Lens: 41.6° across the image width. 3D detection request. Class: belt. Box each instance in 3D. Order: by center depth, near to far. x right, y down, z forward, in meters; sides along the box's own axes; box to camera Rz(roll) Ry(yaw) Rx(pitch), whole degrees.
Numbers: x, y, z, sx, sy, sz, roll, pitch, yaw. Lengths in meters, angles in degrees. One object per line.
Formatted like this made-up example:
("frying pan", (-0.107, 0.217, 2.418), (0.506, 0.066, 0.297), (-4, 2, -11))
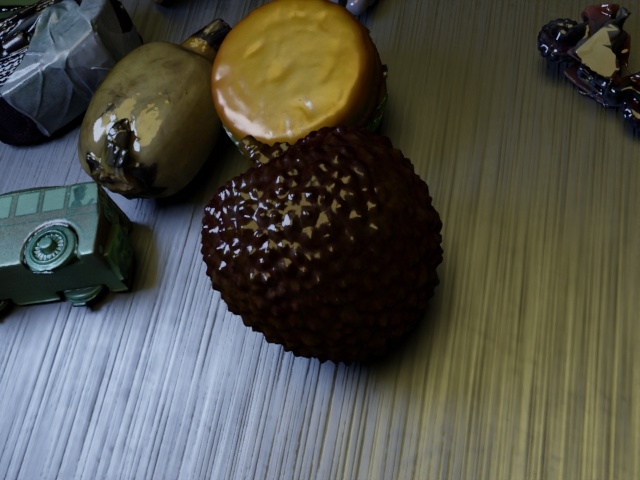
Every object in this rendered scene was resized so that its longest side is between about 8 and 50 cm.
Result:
("belt", (-0.429, -0.287, 1.316), (0.289, 0.164, 0.184), (-32, 52, -2))

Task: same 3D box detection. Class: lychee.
("lychee", (0.000, 0.000, 0.993), (0.276, 0.276, 0.304), (-36, 90, -4))

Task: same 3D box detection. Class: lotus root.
("lotus root", (-0.220, -0.197, 1.211), (0.183, 0.183, 0.310), (18, 66, 23))

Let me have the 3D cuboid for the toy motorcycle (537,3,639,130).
("toy motorcycle", (0.392, -0.237, 1.107), (0.118, 0.084, 0.212), (-40, 68, -8))

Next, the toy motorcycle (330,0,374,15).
("toy motorcycle", (0.046, -0.412, 1.297), (0.225, 0.073, 0.152), (-33, 62, 0))

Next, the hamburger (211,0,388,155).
("hamburger", (-0.022, -0.199, 1.154), (0.246, 0.170, 0.246), (-4, 76, 16))

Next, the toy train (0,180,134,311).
("toy train", (-0.422, 0.015, 1.184), (0.326, 0.129, 0.159), (-9, 56, 12))

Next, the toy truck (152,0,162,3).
("toy truck", (-0.222, -0.536, 1.333), (0.212, 0.288, 0.204), (-23, 61, -10))

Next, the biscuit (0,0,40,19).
("biscuit", (-0.552, -0.431, 1.494), (0.323, 0.038, 0.099), (-7, 59, 13))
